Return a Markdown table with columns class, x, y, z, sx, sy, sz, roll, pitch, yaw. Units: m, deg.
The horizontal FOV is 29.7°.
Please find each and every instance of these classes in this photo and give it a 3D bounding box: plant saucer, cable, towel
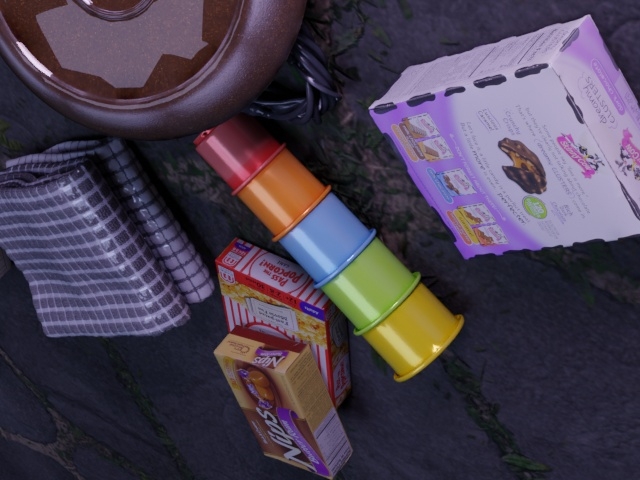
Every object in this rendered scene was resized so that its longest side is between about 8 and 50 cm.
| class | x | y | z | sx | sy | sz | roll | pitch | yaw |
| --- | --- | --- | --- | --- | --- | --- | --- | --- | --- |
| plant saucer | -0.163 | -0.228 | 0.992 | 0.311 | 0.050 | 0.310 | 5 | 109 | 13 |
| cable | -0.055 | -0.176 | 1.097 | 0.185 | 0.047 | 0.150 | 28 | 140 | 25 |
| towel | -0.287 | 0.004 | 1.454 | 0.284 | 0.121 | 0.235 | -6 | 124 | 48 |

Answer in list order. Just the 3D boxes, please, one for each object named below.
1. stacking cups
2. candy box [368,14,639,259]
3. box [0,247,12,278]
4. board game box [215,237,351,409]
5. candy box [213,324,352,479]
| class | x | y | z | sx | sy | sz | roll | pitch | yaw |
| --- | --- | --- | --- | --- | --- | --- | --- | --- | --- |
| stacking cups | 0.000 | 0.000 | 1.200 | 0.316 | 0.096 | 0.096 | 45 | 146 | -3 |
| candy box | 0.162 | -0.075 | 0.969 | 0.196 | 0.070 | 0.164 | -8 | 123 | 49 |
| box | -0.528 | -0.043 | 1.616 | 0.121 | 0.148 | 0.311 | 27 | 143 | 20 |
| board game box | -0.039 | 0.100 | 1.388 | 0.147 | 0.045 | 0.193 | 23 | 143 | 25 |
| candy box | -0.041 | 0.189 | 1.404 | 0.109 | 0.053 | 0.186 | 12 | 137 | 36 |
